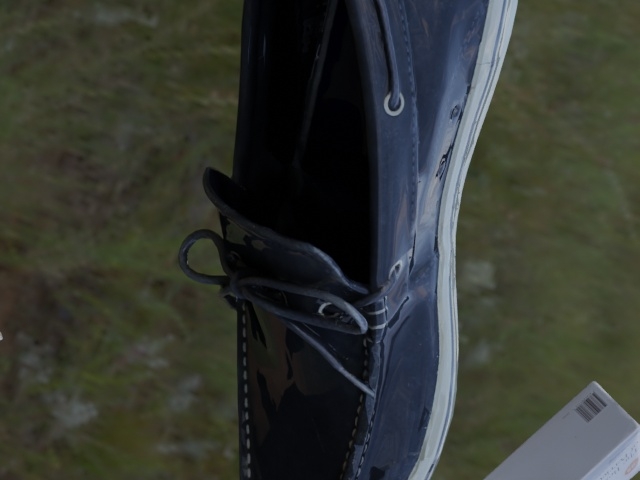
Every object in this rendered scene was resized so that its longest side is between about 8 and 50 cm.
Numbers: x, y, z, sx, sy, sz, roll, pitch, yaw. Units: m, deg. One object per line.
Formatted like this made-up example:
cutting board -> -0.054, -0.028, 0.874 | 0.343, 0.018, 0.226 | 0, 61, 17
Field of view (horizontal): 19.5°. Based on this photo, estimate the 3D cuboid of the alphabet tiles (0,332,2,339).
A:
alphabet tiles -> -0.513, 0.174, 2.145 | 0.278, 0.284, 0.021 | -33, 108, -42

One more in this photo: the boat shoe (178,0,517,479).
boat shoe -> 0.000, 0.000, 1.194 | 0.156, 0.186, 0.500 | -11, 121, -40

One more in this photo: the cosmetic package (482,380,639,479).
cosmetic package -> 0.155, 0.225, 1.484 | 0.239, 0.060, 0.099 | -41, 155, -8
